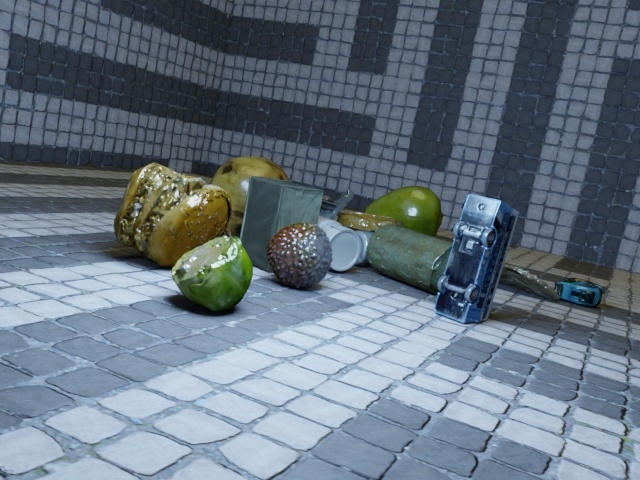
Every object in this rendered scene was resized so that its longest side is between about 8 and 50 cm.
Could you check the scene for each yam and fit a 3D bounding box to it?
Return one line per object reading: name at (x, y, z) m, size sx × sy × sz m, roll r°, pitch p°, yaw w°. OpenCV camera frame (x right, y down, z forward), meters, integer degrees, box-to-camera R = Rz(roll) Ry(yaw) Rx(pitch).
yam at (0.275, 0.052, 1.892) m, size 0.161 × 0.161 × 0.268 m, roll 4°, pitch 10°, yaw -39°

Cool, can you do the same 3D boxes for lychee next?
lychee at (-0.053, 0.041, 1.585) m, size 0.165 × 0.197 × 0.165 m, roll 27°, pitch 33°, yaw -19°

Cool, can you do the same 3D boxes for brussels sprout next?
brussels sprout at (-0.200, 0.072, 1.262) m, size 0.152 × 0.122 × 0.149 m, roll -33°, pitch 22°, yaw -25°

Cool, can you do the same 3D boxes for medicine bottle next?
medicine bottle at (0.243, 0.033, 2.136) m, size 0.352 × 0.110 × 0.110 m, roll 5°, pitch 10°, yaw -38°
medicine bottle at (0.000, 0.000, 1.936) m, size 0.145 × 0.144 × 0.252 m, roll 5°, pitch 10°, yaw -38°

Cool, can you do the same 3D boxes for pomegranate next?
pomegranate at (-0.221, -0.123, 2.038) m, size 0.282 × 0.281 × 0.281 m, roll 11°, pitch 8°, yaw -2°

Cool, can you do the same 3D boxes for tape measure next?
tape measure at (0.846, 0.164, 2.135) m, size 0.146 × 0.080 × 0.125 m, roll 18°, pitch 13°, yaw 37°

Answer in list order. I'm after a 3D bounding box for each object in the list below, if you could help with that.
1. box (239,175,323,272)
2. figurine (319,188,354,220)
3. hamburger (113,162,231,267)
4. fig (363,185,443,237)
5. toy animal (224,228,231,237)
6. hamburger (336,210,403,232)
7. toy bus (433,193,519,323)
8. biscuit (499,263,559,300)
box at (-0.108, -0.043, 1.764) m, size 0.156 × 0.231 × 0.149 m, roll 5°, pitch 10°, yaw -43°
figurine at (-0.050, -0.089, 2.265) m, size 0.343 × 0.166 × 0.285 m, roll -1°, pitch 13°, yaw -4°
hamburger at (-0.345, -0.058, 1.523) m, size 0.211 × 0.260 × 0.245 m, roll 30°, pitch 46°, yaw 20°
fig at (0.329, -0.093, 2.662) m, size 0.327 × 0.257 × 0.258 m, roll -3°, pitch 3°, yaw 20°
toy animal at (-0.364, -0.011, 1.832) m, size 0.224 × 0.066 × 0.230 m, roll -13°, pitch 27°, yaw -22°
hamburger at (0.182, -0.023, 2.353) m, size 0.260 × 0.144 × 0.283 m, roll 9°, pitch 11°, yaw 22°
toy bus at (0.373, 0.047, 1.578) m, size 0.106 × 0.297 × 0.131 m, roll 19°, pitch 5°, yaw 43°
biscuit at (0.647, 0.122, 2.133) m, size 0.250 × 0.032 × 0.133 m, roll 21°, pitch -21°, yaw 50°
